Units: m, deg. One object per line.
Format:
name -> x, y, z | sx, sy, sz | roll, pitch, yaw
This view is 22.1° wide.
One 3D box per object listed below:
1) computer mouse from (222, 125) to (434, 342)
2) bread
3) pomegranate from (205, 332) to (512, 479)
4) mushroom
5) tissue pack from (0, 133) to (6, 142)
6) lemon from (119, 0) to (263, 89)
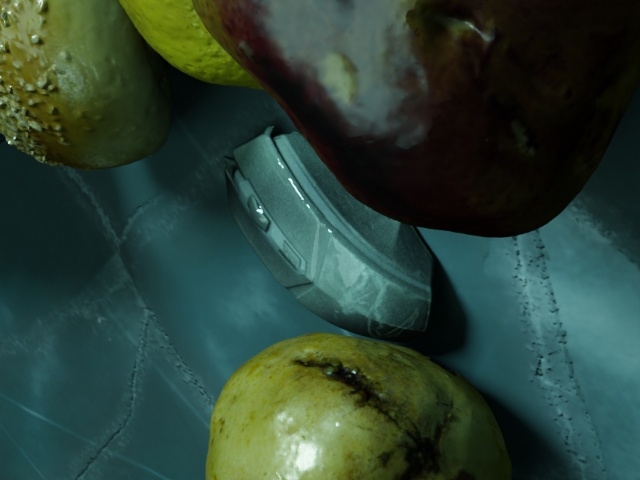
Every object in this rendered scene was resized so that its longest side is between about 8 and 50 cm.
computer mouse -> -0.002, 0.003, 1.367 | 0.231, 0.071, 0.126 | 41, 140, 10
bread -> -0.211, -0.168, 1.308 | 0.192, 0.171, 0.314 | -123, 14, -55
pomegranate -> 0.032, 0.199, 1.346 | 0.260, 0.260, 0.260 | 24, 134, 27
mushroom -> 0.073, -0.177, 1.055 | 0.345, 0.259, 0.345 | 2, 112, 5
tissue pack -> -0.436, -0.252, 1.421 | 0.264, 0.253, 0.416 | 3, 124, 41
lemon -> -0.073, -0.206, 1.193 | 0.170, 0.170, 0.207 | 11, 135, 37
